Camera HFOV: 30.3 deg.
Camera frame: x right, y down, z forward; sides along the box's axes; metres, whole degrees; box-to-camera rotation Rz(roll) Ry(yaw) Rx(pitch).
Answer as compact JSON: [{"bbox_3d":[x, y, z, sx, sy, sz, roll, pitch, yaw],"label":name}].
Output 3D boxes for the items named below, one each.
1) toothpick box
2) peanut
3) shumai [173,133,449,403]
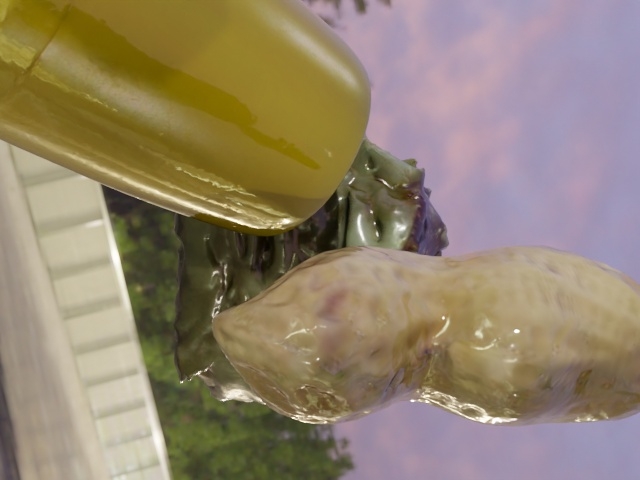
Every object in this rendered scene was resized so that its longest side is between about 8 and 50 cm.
[{"bbox_3d":[-0.100,-0.110,0.718,0.175,0.271,0.175,-32,-136,37],"label":"toothpick box"},{"bbox_3d":[0.059,0.044,0.549,0.104,0.227,0.086,-145,-120,-67],"label":"peanut"},{"bbox_3d":[-0.002,0.000,0.913,0.189,0.218,0.256,-20,110,-70],"label":"shumai"}]
